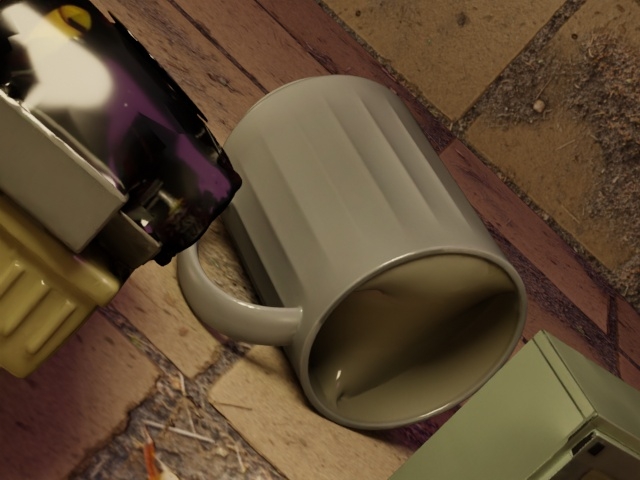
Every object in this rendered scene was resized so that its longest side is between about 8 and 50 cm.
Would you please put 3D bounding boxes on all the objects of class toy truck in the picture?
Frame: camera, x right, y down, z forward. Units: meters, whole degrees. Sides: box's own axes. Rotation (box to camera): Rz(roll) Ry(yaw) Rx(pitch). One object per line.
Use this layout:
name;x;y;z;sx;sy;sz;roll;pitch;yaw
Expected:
toy truck;-0.191;-0.029;0.894;0.180;0.254;0.405;44;2;-9

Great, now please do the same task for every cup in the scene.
cup;0.000;0.000;1.361;0.322;0.237;0.327;-1;39;-25

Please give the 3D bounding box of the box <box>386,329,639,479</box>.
box;0.214;0.236;1.221;0.225;0.225;0.117;31;20;-35
